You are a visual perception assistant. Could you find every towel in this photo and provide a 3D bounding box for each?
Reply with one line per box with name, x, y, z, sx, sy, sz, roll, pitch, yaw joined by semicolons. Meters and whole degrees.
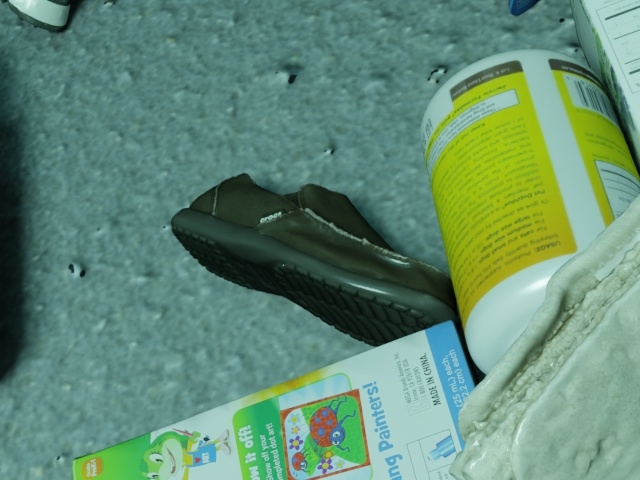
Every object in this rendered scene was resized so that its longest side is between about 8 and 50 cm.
towel;0.192;0.054;0.556;0.282;0.187;0.049;-44;31;-12

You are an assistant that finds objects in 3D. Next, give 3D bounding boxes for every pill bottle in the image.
pill bottle;0.129;0.003;0.661;0.117;0.117;0.215;-17;51;11

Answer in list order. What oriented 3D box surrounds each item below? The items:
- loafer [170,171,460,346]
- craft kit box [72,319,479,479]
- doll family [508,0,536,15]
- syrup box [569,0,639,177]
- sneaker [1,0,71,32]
loafer;0.000;0.000;0.741;0.220;0.080;0.078;21;67;34
craft kit box;-0.006;0.193;0.625;0.247;0.061;0.249;-19;51;7
doll family;0.174;-0.300;0.835;0.263;0.118;0.163;-33;66;-4
syrup box;0.223;-0.092;0.704;0.096;0.093;0.236;-19;51;9
sneaker;-0.262;-0.289;1.045;0.106;0.078;0.234;-53;51;22
